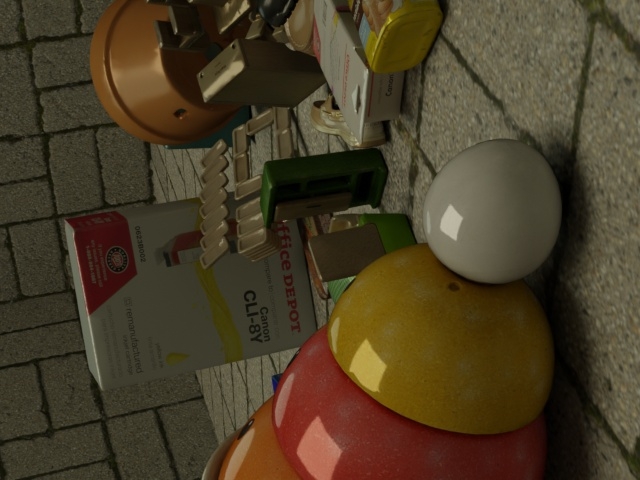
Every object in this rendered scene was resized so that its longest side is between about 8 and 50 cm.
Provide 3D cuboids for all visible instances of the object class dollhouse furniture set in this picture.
[{"bbox_3d":[0.012,0.049,1.543,0.301,0.151,0.197,101,154,-58],"label":"dollhouse furniture set"},{"bbox_3d":[-0.052,-0.373,1.724,0.182,0.161,0.101,-11,48,40],"label":"dollhouse furniture set"},{"bbox_3d":[-0.100,-0.313,1.612,0.212,0.161,0.242,-33,68,43],"label":"dollhouse furniture set"}]

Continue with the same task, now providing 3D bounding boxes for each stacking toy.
[{"bbox_3d":[0.105,0.120,1.090,0.350,0.350,0.480,-119,42,-53],"label":"stacking toy"}]

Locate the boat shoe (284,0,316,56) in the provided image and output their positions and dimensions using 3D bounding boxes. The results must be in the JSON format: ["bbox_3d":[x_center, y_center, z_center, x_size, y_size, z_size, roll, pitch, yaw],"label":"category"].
[{"bbox_3d":[-0.031,-0.377,1.421,0.121,0.110,0.341,36,137,44],"label":"boat shoe"}]

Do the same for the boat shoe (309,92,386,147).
[{"bbox_3d":[0.035,-0.163,1.494,0.170,0.063,0.059,33,131,59],"label":"boat shoe"}]

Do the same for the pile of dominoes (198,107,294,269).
[{"bbox_3d":[-0.110,-0.082,1.897,0.040,0.196,0.251,34,-140,-43],"label":"pile of dominoes"}]

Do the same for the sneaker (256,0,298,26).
[{"bbox_3d":[-0.053,-0.399,1.262,0.122,0.146,0.330,-127,48,-82],"label":"sneaker"}]

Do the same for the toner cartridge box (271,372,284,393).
[{"bbox_3d":[-0.009,0.415,2.080,0.165,0.075,0.348,-154,54,-72],"label":"toner cartridge box"}]

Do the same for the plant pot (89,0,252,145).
[{"bbox_3d":[-0.225,-0.312,2.028,0.203,0.291,0.291,3,104,60],"label":"plant pot"}]

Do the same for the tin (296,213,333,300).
[{"bbox_3d":[0.000,0.000,1.806,0.106,0.040,0.190,97,159,-63],"label":"tin"}]

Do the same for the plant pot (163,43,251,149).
[{"bbox_3d":[-0.227,-0.310,2.252,0.165,0.165,0.234,-130,40,-64],"label":"plant pot"}]

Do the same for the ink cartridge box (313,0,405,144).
[{"bbox_3d":[0.049,-0.215,1.372,0.115,0.067,0.198,93,162,-46],"label":"ink cartridge box"}]

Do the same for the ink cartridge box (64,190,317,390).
[{"bbox_3d":[-0.219,0.071,2.021,0.160,0.384,0.279,-163,63,-71],"label":"ink cartridge box"}]

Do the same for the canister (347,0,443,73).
[{"bbox_3d":[0.066,-0.277,1.245,0.126,0.073,0.170,112,144,-65],"label":"canister"}]
